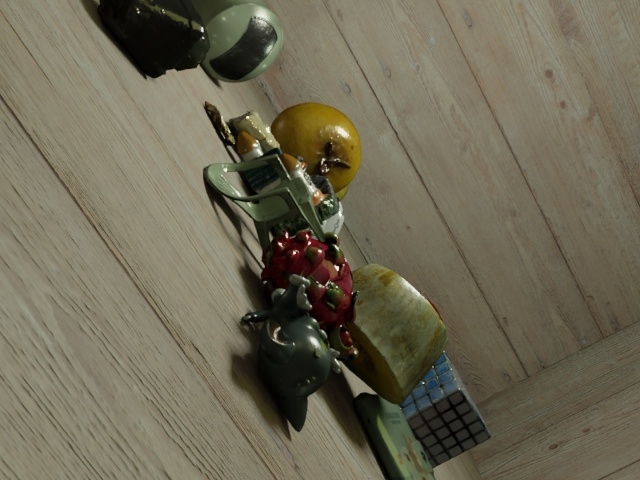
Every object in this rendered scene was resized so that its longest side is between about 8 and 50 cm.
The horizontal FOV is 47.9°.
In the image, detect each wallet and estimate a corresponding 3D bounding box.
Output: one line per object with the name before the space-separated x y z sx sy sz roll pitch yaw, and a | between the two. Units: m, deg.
wallet | 0.203 0.535 1.733 0.360 0.083 0.252 63 12 21

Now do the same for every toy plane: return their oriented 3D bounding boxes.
toy plane | -0.005 0.000 1.998 0.251 0.101 0.255 58 47 -62

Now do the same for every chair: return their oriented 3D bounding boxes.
chair | -0.110 -0.069 1.580 0.203 0.190 0.275 -109 175 -62

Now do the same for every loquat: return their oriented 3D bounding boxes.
loquat | -0.038 -0.307 2.426 0.328 0.328 0.359 57 -6 -30

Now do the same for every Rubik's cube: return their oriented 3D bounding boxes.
Rubik's cube | 0.331 0.497 2.150 0.238 0.237 0.237 56 9 -28

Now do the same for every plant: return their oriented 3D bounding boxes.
plant | -0.329 -0.432 1.477 0.256 0.164 0.142 15 40 -59

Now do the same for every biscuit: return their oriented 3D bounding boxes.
biscuit | -0.184 -0.311 2.129 0.179 0.084 0.281 48 2 -17

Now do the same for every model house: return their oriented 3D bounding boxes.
model house | -0.105 -0.185 1.953 0.301 0.190 0.271 57 9 -20

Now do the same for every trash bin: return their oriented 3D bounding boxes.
trash bin | -0.305 -0.719 2.345 0.432 0.280 0.280 62 6 36

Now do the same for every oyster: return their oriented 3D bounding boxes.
oyster | -0.270 -0.314 1.942 0.132 0.029 0.086 61 0 25

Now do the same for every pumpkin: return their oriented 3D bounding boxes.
pumpkin | 0.142 0.203 1.683 0.332 0.199 0.332 42 -22 22

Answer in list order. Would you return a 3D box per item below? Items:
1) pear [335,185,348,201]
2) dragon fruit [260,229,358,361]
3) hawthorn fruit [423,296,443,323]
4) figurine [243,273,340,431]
pear | -0.014 -0.213 2.648 0.211 0.228 0.188 44 54 -8
dragon fruit | -0.020 0.113 1.452 0.218 0.198 0.273 143 -57 -69
hawthorn fruit | 0.282 0.293 2.555 0.287 0.287 0.330 59 1 -14
figurine | -0.055 0.149 1.198 0.265 0.140 0.193 -130 -153 -48
